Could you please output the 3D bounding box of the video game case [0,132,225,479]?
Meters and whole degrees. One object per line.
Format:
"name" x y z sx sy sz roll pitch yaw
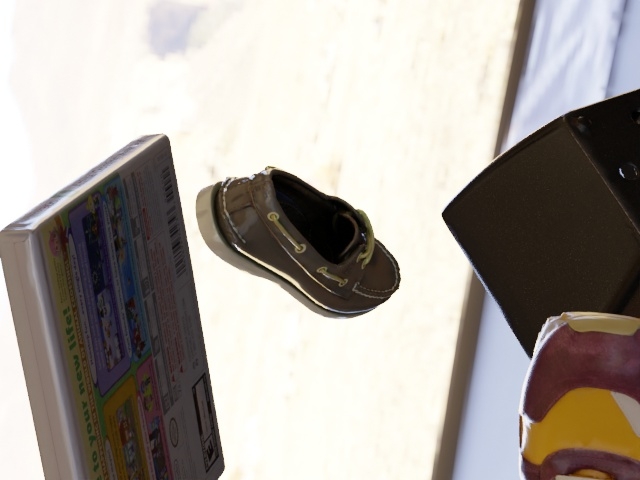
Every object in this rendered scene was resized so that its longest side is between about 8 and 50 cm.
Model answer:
"video game case" -0.104 0.067 0.827 0.193 0.023 0.212 -51 -44 -68

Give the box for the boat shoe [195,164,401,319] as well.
"boat shoe" 0.001 0.004 1.608 0.091 0.305 0.109 -23 61 30

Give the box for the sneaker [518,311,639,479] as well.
"sneaker" 0.100 0.109 0.561 0.084 0.070 0.185 -67 -23 -43

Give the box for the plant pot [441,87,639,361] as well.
"plant pot" 0.238 -0.018 1.225 0.188 0.187 0.167 60 152 21
